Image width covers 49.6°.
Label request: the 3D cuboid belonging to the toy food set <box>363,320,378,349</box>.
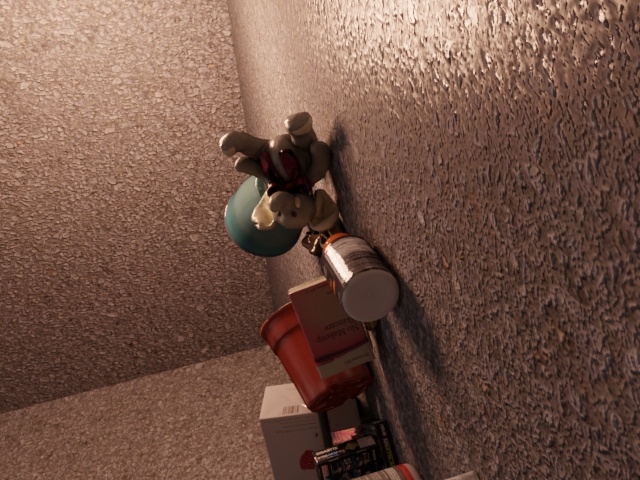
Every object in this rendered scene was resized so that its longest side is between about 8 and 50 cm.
[{"bbox_3d":[0.118,0.172,1.750,0.192,0.039,0.132,72,-178,-45],"label":"toy food set"}]

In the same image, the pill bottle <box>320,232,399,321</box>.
[{"bbox_3d":[0.077,0.069,1.554,0.245,0.131,0.130,-121,21,-62],"label":"pill bottle"}]

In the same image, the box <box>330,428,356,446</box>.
[{"bbox_3d":[0.049,0.687,2.499,0.257,0.123,0.128,-122,23,-60],"label":"box"}]

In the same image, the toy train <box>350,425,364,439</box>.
[{"bbox_3d":[0.126,0.684,2.301,0.125,0.046,0.166,-158,55,-77],"label":"toy train"}]

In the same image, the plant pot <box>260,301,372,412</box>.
[{"bbox_3d":[0.003,0.327,1.981,0.272,0.273,0.265,93,153,-57],"label":"plant pot"}]

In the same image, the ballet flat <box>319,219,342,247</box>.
[{"bbox_3d":[0.042,0.022,1.839,0.232,0.073,0.080,-114,14,-46],"label":"ballet flat"}]

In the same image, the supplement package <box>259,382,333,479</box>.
[{"bbox_3d":[-0.063,0.602,2.106,0.175,0.178,0.292,-85,-15,-69],"label":"supplement package"}]

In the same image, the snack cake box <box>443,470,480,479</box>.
[{"bbox_3d":[0.266,0.567,1.278,0.152,0.089,0.264,-116,16,-47],"label":"snack cake box"}]

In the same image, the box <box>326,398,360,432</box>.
[{"bbox_3d":[0.068,0.530,2.165,0.275,0.094,0.113,85,174,-79],"label":"box"}]

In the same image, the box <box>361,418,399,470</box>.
[{"bbox_3d":[0.173,0.598,1.951,0.190,0.045,0.184,119,135,-74],"label":"box"}]

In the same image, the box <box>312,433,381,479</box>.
[{"bbox_3d":[0.080,0.654,1.907,0.051,0.175,0.220,-125,23,-61],"label":"box"}]

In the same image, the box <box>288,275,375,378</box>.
[{"bbox_3d":[0.026,0.209,1.753,0.127,0.149,0.232,-163,51,-87],"label":"box"}]

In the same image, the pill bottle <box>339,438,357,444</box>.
[{"bbox_3d":[0.123,0.746,2.192,0.119,0.119,0.208,-176,73,-79],"label":"pill bottle"}]

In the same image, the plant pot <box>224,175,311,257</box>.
[{"bbox_3d":[-0.156,-0.117,2.263,0.255,0.272,0.271,128,130,-59],"label":"plant pot"}]

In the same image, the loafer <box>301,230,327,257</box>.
[{"bbox_3d":[0.000,0.000,2.084,0.220,0.080,0.078,-137,68,-74],"label":"loafer"}]

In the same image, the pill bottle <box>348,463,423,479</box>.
[{"bbox_3d":[0.079,0.684,1.658,0.210,0.363,0.210,167,90,-80],"label":"pill bottle"}]

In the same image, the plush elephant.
[{"bbox_3d":[-0.088,-0.146,1.836,0.330,0.272,0.255,32,-128,-63],"label":"plush elephant"}]
